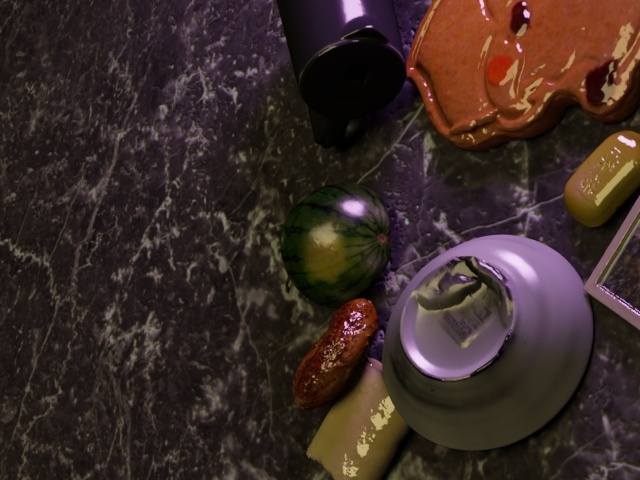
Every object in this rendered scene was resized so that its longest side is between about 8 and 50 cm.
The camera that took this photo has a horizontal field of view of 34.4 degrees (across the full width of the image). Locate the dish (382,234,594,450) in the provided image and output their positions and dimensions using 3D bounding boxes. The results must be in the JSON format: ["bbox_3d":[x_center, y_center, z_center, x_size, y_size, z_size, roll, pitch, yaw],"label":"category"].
[{"bbox_3d":[0.200,0.120,1.395,0.316,0.106,0.316,-16,59,29],"label":"dish"}]

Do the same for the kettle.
[{"bbox_3d":[0.010,-0.352,1.747,0.262,0.203,0.308,-36,46,32],"label":"kettle"}]

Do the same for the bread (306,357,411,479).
[{"bbox_3d":[0.064,0.274,1.526,0.139,0.060,0.178,35,98,47],"label":"bread"}]

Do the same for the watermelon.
[{"bbox_3d":[0.005,-0.001,1.665,0.232,0.127,0.204,15,86,53],"label":"watermelon"}]

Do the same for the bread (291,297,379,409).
[{"bbox_3d":[0.018,0.170,1.570,0.193,0.064,0.193,-55,9,13],"label":"bread"}]

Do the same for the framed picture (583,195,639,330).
[{"bbox_3d":[0.472,-0.024,1.240,0.324,0.020,0.240,-60,34,12],"label":"framed picture"}]

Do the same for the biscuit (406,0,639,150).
[{"bbox_3d":[0.312,-0.314,1.546,0.455,0.078,0.350,-10,61,42],"label":"biscuit"}]

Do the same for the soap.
[{"bbox_3d":[0.383,-0.083,1.379,0.140,0.045,0.089,-50,41,16],"label":"soap"}]
